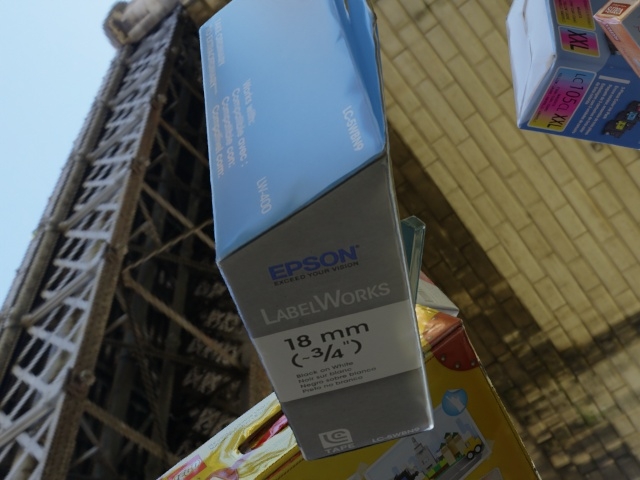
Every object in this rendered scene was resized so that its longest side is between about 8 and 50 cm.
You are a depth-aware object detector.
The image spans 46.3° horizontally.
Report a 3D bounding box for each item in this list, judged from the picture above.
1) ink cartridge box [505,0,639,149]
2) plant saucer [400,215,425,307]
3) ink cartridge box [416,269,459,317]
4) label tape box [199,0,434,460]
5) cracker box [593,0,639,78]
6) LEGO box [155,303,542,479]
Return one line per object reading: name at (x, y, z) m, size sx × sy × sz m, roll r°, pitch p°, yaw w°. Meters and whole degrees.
ink cartridge box at (0.505, -0.280, 1.155) m, size 0.395 × 0.151 × 0.270 m, roll 10°, pitch -126°, yaw -7°
plant saucer at (0.084, 0.072, 0.763) m, size 0.067 × 0.018 × 0.192 m, roll -19°, pitch -65°, yaw -70°
ink cartridge box at (0.154, 0.140, 1.795) m, size 0.283 × 0.117 × 0.207 m, roll 10°, pitch -154°, yaw -34°
label tape box at (-0.012, -0.047, 0.496) m, size 0.333 × 0.106 × 0.240 m, roll 74°, pitch -177°, yaw -46°
cracker box at (0.458, -0.286, 0.869) m, size 0.156 × 0.232 × 0.067 m, roll 42°, pitch -171°, yaw -24°
LEGO box at (0.048, 0.385, 1.073) m, size 0.372 × 0.500 × 0.193 m, roll 61°, pitch 162°, yaw -16°
